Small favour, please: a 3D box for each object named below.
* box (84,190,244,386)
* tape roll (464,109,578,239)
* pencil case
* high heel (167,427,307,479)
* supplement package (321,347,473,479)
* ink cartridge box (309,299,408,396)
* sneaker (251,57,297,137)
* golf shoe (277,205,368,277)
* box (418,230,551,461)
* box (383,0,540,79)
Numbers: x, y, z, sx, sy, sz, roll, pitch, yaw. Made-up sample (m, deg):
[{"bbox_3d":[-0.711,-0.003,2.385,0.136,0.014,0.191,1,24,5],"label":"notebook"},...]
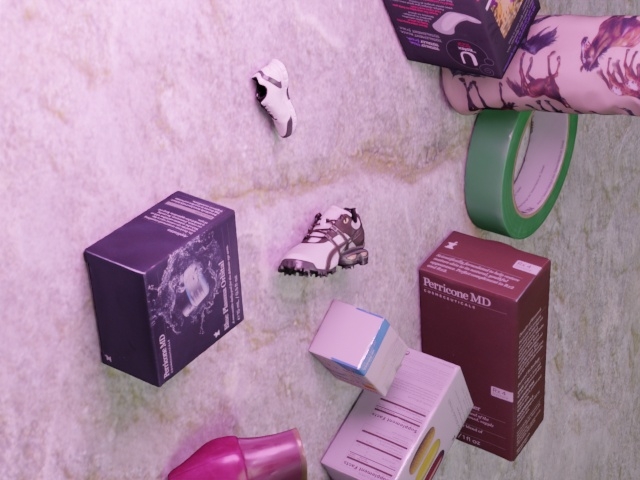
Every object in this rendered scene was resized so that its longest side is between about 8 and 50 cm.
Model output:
[{"bbox_3d":[-0.172,0.053,1.325,0.158,0.093,0.156,-38,136,-43],"label":"box"},{"bbox_3d":[0.368,-0.165,2.123,0.321,0.077,0.321,-33,132,-47],"label":"tape roll"},{"bbox_3d":[0.380,-0.264,1.787,0.183,0.410,0.160,27,76,-47],"label":"pencil case"},{"bbox_3d":[-0.113,0.385,1.642,0.181,0.127,0.377,-13,137,-11],"label":"high heel"},{"bbox_3d":[0.130,0.317,1.925,0.244,0.133,0.139,-57,147,-24],"label":"supplement package"},{"bbox_3d":[0.063,0.168,1.776,0.090,0.092,0.143,-62,148,-16],"label":"ink cartridge box"},{"bbox_3d":[-0.060,-0.172,1.454,0.043,0.040,0.109,-34,132,-25],"label":"sneaker"},{"bbox_3d":[0.000,0.000,1.615,0.198,0.077,0.094,-17,109,-63],"label":"golf shoe"},{"bbox_3d":[0.290,0.190,2.068,0.143,0.191,0.382,-42,138,-42],"label":"box"},{"bbox_3d":[0.182,-0.370,1.613,0.143,0.165,0.270,-60,149,-20],"label":"box"}]
